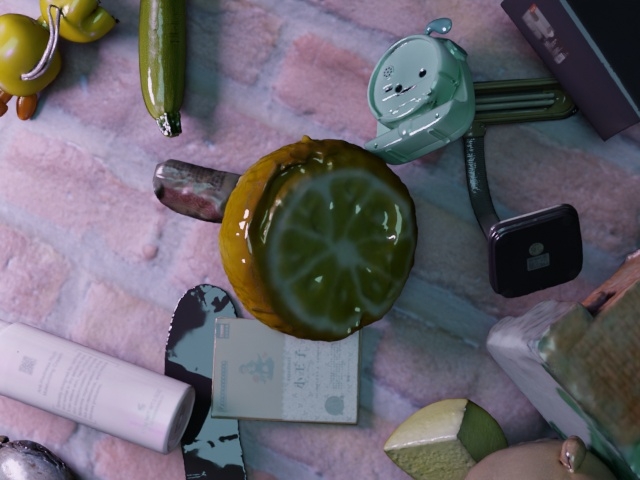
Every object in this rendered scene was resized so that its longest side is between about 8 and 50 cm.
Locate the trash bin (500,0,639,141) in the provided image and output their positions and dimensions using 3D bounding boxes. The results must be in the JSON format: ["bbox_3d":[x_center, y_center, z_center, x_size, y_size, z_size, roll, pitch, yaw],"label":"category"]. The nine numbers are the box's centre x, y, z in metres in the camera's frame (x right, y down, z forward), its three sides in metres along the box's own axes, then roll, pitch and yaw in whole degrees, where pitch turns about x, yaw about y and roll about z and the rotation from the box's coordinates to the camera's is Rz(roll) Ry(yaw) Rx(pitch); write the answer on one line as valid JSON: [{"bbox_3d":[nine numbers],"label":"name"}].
[{"bbox_3d":[0.369,-0.263,1.142,0.165,0.115,0.225,-32,88,-17],"label":"trash bin"}]

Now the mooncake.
[{"bbox_3d":[-0.155,-0.063,1.183,0.125,0.130,0.073,14,90,9],"label":"mooncake"}]

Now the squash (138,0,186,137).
[{"bbox_3d":[-0.218,-0.263,1.235,0.066,0.066,0.252,0,85,6],"label":"squash"}]

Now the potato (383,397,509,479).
[{"bbox_3d":[0.172,0.276,1.169,0.120,0.081,0.149,-16,122,38],"label":"potato"}]

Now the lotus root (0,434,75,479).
[{"bbox_3d":[-0.392,0.317,1.207,0.165,0.088,0.088,34,90,17],"label":"lotus root"}]

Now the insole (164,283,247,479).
[{"bbox_3d":[-0.148,0.233,1.222,0.119,0.009,0.348,-8,85,7],"label":"insole"}]

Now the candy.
[{"bbox_3d":[0.000,0.000,1.125,0.260,0.118,0.259,-1,91,-27],"label":"candy"}]

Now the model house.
[{"bbox_3d":[0.416,0.118,1.091,0.325,0.194,0.267,-40,93,-7],"label":"model house"}]

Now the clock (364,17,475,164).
[{"bbox_3d":[0.122,-0.199,1.163,0.148,0.060,0.188,-26,53,39],"label":"clock"}]

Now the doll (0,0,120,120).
[{"bbox_3d":[-0.392,-0.261,1.228,0.221,0.143,0.135,-47,55,-5],"label":"doll"}]

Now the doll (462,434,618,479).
[{"bbox_3d":[0.295,0.394,1.039,0.247,0.247,0.349,-23,111,4],"label":"doll"}]

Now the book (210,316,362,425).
[{"bbox_3d":[-0.045,0.175,1.205,0.199,0.016,0.138,2,85,2],"label":"book"}]

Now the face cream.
[{"bbox_3d":[-0.343,0.183,1.197,0.346,0.102,0.102,19,88,9],"label":"face cream"}]

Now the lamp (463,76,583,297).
[{"bbox_3d":[0.273,-0.079,1.144,0.203,0.124,0.283,-14,53,0],"label":"lamp"}]
